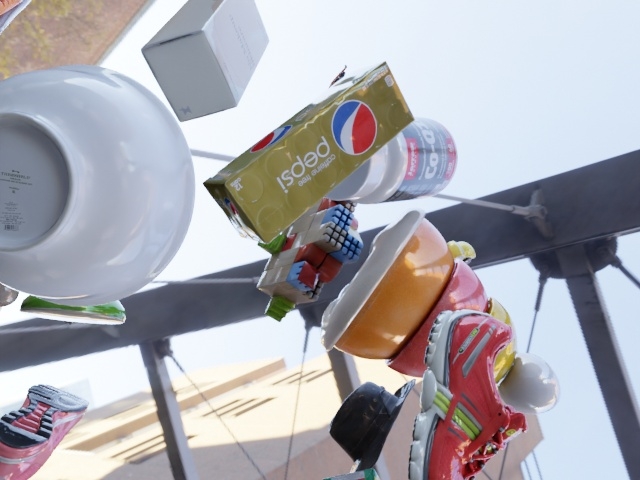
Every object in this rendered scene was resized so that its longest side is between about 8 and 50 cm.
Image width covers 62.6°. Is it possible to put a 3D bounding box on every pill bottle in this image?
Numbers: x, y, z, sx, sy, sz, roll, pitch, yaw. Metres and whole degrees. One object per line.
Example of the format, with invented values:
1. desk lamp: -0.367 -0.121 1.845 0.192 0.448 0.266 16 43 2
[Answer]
1. pill bottle: 0.115 -0.147 0.947 0.161 0.283 0.161 8 -78 39

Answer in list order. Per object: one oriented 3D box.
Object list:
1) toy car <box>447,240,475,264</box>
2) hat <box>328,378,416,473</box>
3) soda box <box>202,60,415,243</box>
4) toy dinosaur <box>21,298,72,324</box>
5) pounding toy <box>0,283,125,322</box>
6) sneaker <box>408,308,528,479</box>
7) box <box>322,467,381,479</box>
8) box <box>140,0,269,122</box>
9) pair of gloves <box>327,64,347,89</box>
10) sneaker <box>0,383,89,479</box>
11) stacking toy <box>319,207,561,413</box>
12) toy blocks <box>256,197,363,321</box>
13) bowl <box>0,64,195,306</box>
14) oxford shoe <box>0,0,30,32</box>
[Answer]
1. toy car: 0.244 0.056 1.325 0.225 0.239 0.053 26 -27 29
2. hat: 0.108 0.463 1.362 0.134 0.331 0.331 35 -57 8
3. soda box: -0.007 -0.077 0.450 0.061 0.181 0.058 57 -21 -23
4. toy dinosaur: -0.660 0.110 1.426 0.200 0.296 0.127 -103 173 -52
5. pounding toy: -0.484 0.089 0.992 0.183 0.237 0.110 -26 -124 60
6. sneaker: 0.167 0.213 0.585 0.118 0.107 0.278 5 -109 20
7. box: 0.081 0.503 1.016 0.105 0.043 0.179 -16 -50 10
8. box: -0.201 -0.366 0.988 0.121 0.311 0.148 -10 -50 16
9. pair of gloves: 0.033 -0.344 1.144 0.010 0.083 0.074 32 -59 -15
10. sneaker: -0.561 0.379 1.018 0.116 0.314 0.136 26 -91 -4
11. stacking toy: 0.269 0.191 1.063 0.480 0.350 0.350 35 -57 7
12. toy blocks: 0.000 0.000 1.269 0.261 0.191 0.381 -16 -136 55
13. bowl: -0.303 -0.062 0.584 0.298 0.134 0.297 0 -87 7
14. oxford shoe: -0.526 -0.283 0.719 0.130 0.363 0.132 33 -34 -3
